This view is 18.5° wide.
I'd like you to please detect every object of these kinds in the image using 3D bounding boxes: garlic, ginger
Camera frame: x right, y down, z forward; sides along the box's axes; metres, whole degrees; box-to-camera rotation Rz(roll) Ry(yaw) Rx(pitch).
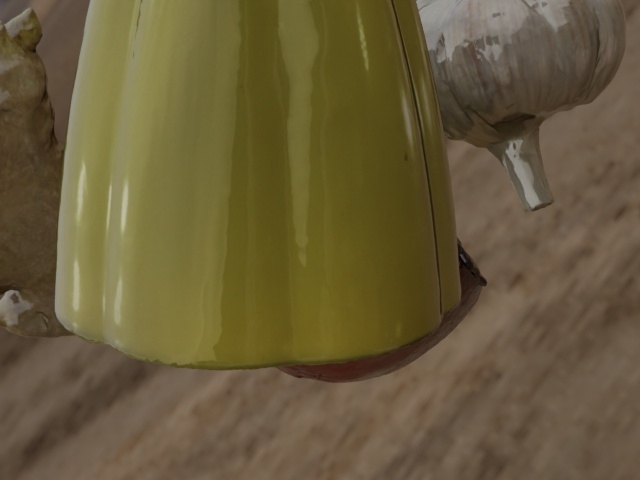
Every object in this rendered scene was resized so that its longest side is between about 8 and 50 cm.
[{"bbox_3d":[0.170,-0.131,1.751,0.219,0.212,0.218,-10,6,1],"label":"garlic"},{"bbox_3d":[-0.182,-0.031,1.164,0.137,0.213,0.074,-41,44,-13],"label":"ginger"}]

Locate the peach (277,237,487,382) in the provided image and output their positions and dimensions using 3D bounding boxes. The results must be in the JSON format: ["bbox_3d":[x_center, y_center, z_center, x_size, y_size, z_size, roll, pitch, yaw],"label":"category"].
[{"bbox_3d":[0.000,0.000,1.676,0.201,0.257,0.362,-36,-14,5],"label":"peach"}]

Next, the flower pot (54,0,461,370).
[{"bbox_3d":[-0.028,-0.052,0.913,0.195,0.195,0.179,-99,9,-74],"label":"flower pot"}]
